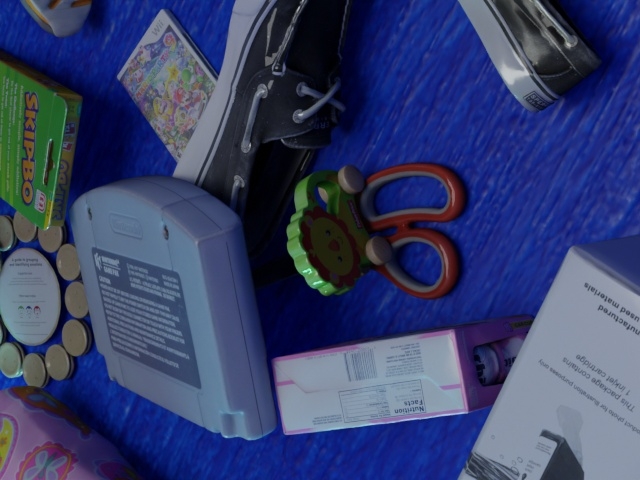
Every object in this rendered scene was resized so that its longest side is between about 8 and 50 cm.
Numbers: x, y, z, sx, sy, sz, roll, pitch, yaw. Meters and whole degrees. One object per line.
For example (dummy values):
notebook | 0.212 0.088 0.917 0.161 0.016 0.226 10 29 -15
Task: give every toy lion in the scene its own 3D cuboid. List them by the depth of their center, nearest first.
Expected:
toy lion | 0.007 -0.007 1.150 0.034 0.096 0.100 -29 76 37

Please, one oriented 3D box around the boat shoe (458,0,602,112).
boat shoe | 0.131 -0.199 1.071 0.070 0.078 0.219 -35 73 24

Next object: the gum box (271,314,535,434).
gum box | 0.070 0.101 1.126 0.188 0.107 0.062 -12 87 40

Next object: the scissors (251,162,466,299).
scissors | 0.000 0.000 1.234 0.297 0.021 0.109 -5 93 41

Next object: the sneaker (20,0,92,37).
sneaker | -0.279 -0.277 1.403 0.083 0.084 0.215 -48 62 50

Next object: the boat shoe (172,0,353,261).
boat shoe | -0.027 -0.114 1.186 0.102 0.108 0.301 45 123 28

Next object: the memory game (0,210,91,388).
memory game | -0.289 0.057 1.481 0.186 0.012 0.186 5 98 40

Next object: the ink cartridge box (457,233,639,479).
ink cartridge box | 0.196 0.138 0.966 0.114 0.197 0.273 37 117 31

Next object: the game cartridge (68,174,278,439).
game cartridge | -0.130 0.044 1.244 0.294 0.060 0.196 12 119 60

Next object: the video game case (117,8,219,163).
video game case | -0.130 -0.135 1.330 0.122 0.011 0.087 54 124 22

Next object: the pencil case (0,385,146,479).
pencil case | -0.214 0.248 1.371 0.284 0.124 0.124 33 114 31

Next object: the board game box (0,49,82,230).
board game box | -0.289 -0.103 1.406 0.259 0.039 0.124 32 115 54
